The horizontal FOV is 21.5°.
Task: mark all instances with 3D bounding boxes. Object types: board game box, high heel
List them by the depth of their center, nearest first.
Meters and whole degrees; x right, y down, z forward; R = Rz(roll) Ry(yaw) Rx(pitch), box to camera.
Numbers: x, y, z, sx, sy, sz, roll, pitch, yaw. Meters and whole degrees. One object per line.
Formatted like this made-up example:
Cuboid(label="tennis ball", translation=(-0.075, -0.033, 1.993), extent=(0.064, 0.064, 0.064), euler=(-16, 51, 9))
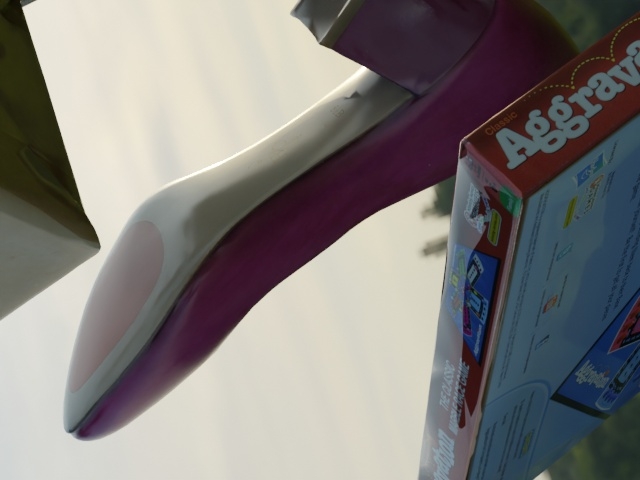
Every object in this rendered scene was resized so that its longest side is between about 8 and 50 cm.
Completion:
Cuboid(label="board game box", translation=(0.099, 0.008, 0.572), extent=(0.027, 0.145, 0.281), euler=(48, 161, 22))
Cuboid(label="high heel", translation=(0.000, 0.000, 1.021), extent=(0.181, 0.377, 0.127), euler=(28, -157, -29))

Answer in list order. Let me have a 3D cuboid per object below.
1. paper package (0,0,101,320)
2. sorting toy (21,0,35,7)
Cuboid(label="paper package", translation=(-0.317, -0.020, 0.740), extent=(0.309, 0.325, 0.168), euler=(30, -148, -52))
Cuboid(label="sorting toy", translation=(-0.174, -0.175, 0.989), extent=(0.047, 0.347, 0.196), euler=(62, -156, -18))
